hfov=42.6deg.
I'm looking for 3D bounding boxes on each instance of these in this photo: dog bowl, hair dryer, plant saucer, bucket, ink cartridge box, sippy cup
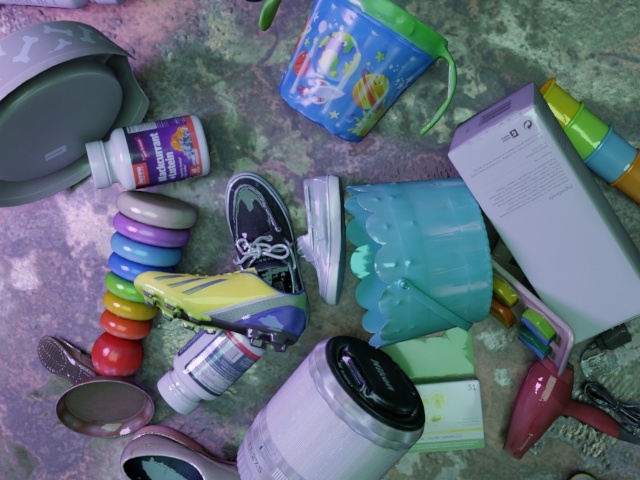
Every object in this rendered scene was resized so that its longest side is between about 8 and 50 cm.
[{"bbox_3d":[-0.443,-0.205,1.318,0.348,0.349,0.102,-40,76,4],"label":"dog bowl"},{"bbox_3d":[0.444,0.292,1.409,0.293,0.080,0.224,-25,92,5],"label":"hair dryer"},{"bbox_3d":[-0.377,0.288,1.443,0.168,0.029,0.168,-6,133,-6],"label":"plant saucer"},{"bbox_3d":[0.152,0.030,1.322,0.183,0.281,0.281,-8,92,-5],"label":"bucket"},{"bbox_3d":[0.191,0.247,1.436,0.171,0.056,0.235,-5,94,4],"label":"ink cartridge box"},{"bbox_3d":[0.053,-0.292,1.344,0.305,0.240,0.224,45,109,39],"label":"sippy cup"}]

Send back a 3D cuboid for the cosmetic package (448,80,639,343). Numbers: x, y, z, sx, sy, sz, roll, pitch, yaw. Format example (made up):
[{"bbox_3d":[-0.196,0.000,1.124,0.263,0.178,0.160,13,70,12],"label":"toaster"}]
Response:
[{"bbox_3d":[0.367,-0.047,1.296,0.155,0.197,0.366,-29,101,22],"label":"cosmetic package"}]

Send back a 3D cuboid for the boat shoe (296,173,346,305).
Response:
[{"bbox_3d":[0.000,-0.001,1.428,0.081,0.079,0.228,-1,87,10],"label":"boat shoe"}]

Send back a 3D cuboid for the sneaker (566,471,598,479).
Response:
[{"bbox_3d":[0.514,0.491,1.405,0.234,0.097,0.084,34,95,1],"label":"sneaker"}]

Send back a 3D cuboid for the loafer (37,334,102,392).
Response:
[{"bbox_3d":[-0.447,0.222,1.475,0.148,0.050,0.056,36,100,17],"label":"loafer"}]

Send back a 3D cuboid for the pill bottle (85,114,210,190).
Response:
[{"bbox_3d":[-0.293,-0.145,1.392,0.193,0.108,0.108,-14,92,-14],"label":"pill bottle"}]

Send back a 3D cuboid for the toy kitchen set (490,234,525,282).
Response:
[{"bbox_3d":[0.330,0.025,1.427,0.068,0.075,0.083,25,134,5],"label":"toy kitchen set"}]

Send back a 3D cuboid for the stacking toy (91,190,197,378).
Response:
[{"bbox_3d":[-0.319,0.086,1.429,0.141,0.141,0.330,16,100,3],"label":"stacking toy"}]

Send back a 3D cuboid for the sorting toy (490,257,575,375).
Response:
[{"bbox_3d":[0.322,0.119,1.322,0.038,0.193,0.208,-38,65,-7],"label":"sorting toy"}]

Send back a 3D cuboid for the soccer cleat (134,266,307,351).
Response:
[{"bbox_3d":[-0.160,0.092,1.348,0.289,0.093,0.121,16,67,6],"label":"soccer cleat"}]

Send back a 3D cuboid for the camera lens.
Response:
[{"bbox_3d":[0.019,0.310,1.342,0.219,0.219,0.274,39,111,1],"label":"camera lens"}]

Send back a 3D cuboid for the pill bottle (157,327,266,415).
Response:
[{"bbox_3d":[-0.192,0.214,1.429,0.180,0.108,0.108,-43,90,4],"label":"pill bottle"}]

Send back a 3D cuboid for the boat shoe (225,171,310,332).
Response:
[{"bbox_3d":[-0.096,0.029,1.415,0.113,0.105,0.306,-12,92,4],"label":"boat shoe"}]

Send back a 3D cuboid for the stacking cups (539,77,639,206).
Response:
[{"bbox_3d":[0.484,-0.142,1.390,0.316,0.096,0.096,38,94,-4],"label":"stacking cups"}]

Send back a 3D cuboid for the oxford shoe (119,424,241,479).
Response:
[{"bbox_3d":[-0.167,0.452,1.417,0.396,0.146,0.141,20,91,0],"label":"oxford shoe"}]

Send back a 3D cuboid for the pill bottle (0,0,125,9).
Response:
[{"bbox_3d":[-0.474,-0.476,1.386,0.283,0.160,0.160,5,93,4],"label":"pill bottle"}]
